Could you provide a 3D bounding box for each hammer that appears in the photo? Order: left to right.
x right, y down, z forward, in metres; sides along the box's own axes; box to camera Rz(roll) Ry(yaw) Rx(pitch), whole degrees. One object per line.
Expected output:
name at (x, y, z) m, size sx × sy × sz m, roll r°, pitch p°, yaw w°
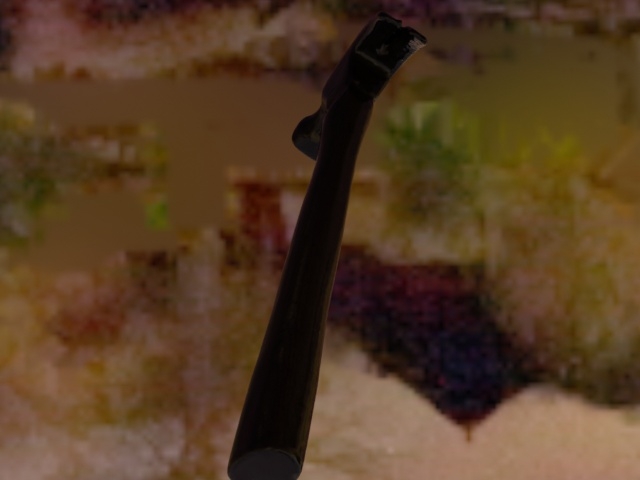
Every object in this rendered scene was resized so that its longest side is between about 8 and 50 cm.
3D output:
hammer at (0.000, 0.000, 1.149) m, size 0.044 × 0.440 × 0.168 m, roll 27°, pitch 130°, yaw -11°
